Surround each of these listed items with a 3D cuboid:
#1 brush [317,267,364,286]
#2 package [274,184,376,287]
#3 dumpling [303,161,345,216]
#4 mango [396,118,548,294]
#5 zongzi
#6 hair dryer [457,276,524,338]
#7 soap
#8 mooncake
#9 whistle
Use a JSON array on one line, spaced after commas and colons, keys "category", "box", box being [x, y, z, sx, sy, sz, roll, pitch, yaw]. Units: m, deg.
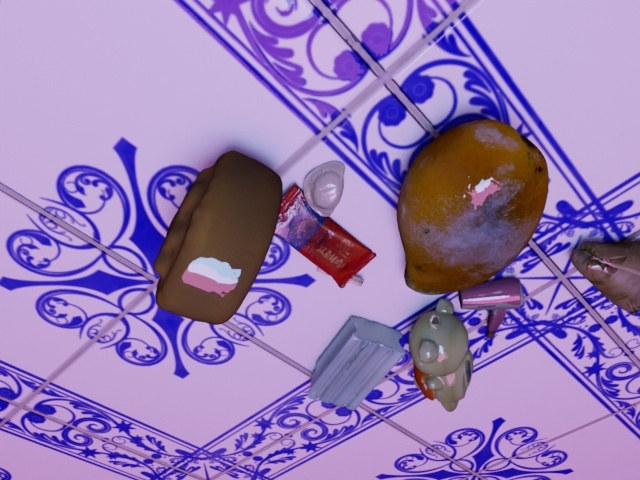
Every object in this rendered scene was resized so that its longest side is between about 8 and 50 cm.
[{"category": "brush", "box": [0.034, 0.058, 0.826, 0.083, 0.013, 0.016, 19, 120, -8]}, {"category": "package", "box": [0.000, 0.000, 0.761, 0.083, 0.022, 0.200, -48, 121, 6]}, {"category": "dumpling", "box": [0.004, -0.075, 0.704, 0.059, 0.043, 0.077, 22, 131, 5]}, {"category": "mango", "box": [0.201, -0.024, 0.690, 0.192, 0.146, 0.316, 9, 134, 0]}, {"category": "zongzi", "box": [0.515, 0.018, 0.784, 0.160, 0.078, 0.176, 33, 110, -25]}, {"category": "hair dryer", "box": [0.309, 0.133, 0.880, 0.106, 0.054, 0.154, -11, 132, 11]}, {"category": "soap", "box": [0.063, 0.241, 0.938, 0.114, 0.063, 0.198, 22, 124, -17]}, {"category": "mooncake", "box": [-0.139, -0.008, 0.642, 0.117, 0.235, 0.235, 23, 124, -16]}, {"category": "whistle", "box": [0.227, 0.230, 0.907, 0.106, 0.131, 0.289, 8, 137, 29]}]
